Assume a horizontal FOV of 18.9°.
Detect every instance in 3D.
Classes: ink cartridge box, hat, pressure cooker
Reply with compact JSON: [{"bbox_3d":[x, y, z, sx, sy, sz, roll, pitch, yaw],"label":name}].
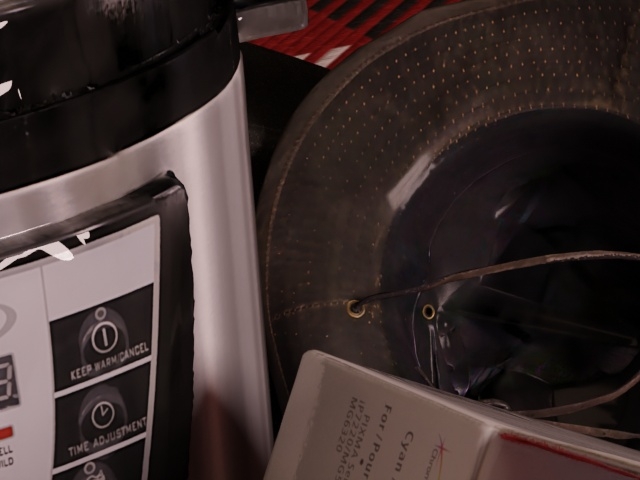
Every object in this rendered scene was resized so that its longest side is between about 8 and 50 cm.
[{"bbox_3d":[0.165,0.122,0.668,0.296,0.066,0.261,18,-2,-28],"label":"ink cartridge box"},{"bbox_3d":[0.128,0.035,0.968,0.331,0.331,0.134,5,-20,21],"label":"hat"},{"bbox_3d":[-0.210,0.001,0.805,0.375,0.420,0.370,3,21,17],"label":"pressure cooker"}]

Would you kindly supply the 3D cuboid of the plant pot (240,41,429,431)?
[{"bbox_3d":[0.000,0.000,1.111,0.167,0.188,0.187,6,21,-6],"label":"plant pot"}]
